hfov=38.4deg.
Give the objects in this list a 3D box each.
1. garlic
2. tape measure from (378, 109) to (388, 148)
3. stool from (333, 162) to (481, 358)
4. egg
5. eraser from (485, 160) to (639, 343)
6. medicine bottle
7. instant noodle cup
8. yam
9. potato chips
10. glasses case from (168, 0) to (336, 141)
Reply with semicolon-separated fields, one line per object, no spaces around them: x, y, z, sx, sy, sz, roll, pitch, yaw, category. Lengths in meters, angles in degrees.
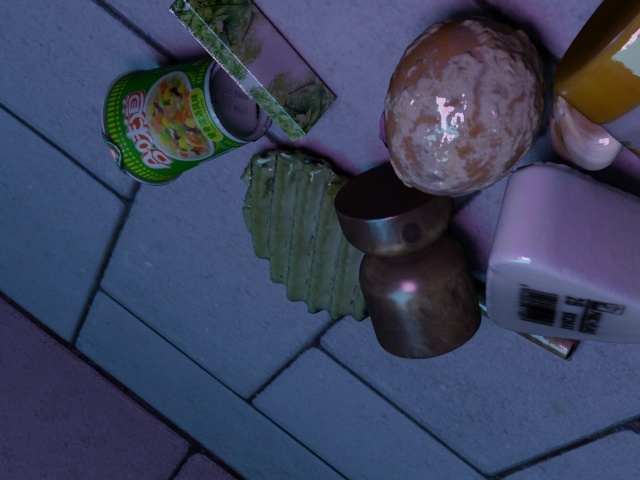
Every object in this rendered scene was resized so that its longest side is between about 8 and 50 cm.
0.337;-0.145;1.146;0.099;0.124;0.174;3;175;3;garlic
0.148;-0.160;1.327;0.125;0.074;0.118;26;145;12;tape measure
0.141;0.031;1.439;0.179;0.179;0.264;6;126;38;stool
0.179;-0.167;1.171;0.203;0.203;0.245;31;121;8;egg
0.335;0.024;1.239;0.331;0.150;0.331;16;161;6;eraser
0.399;-0.177;0.929;0.232;0.238;0.238;38;147;-4;medicine bottle
-0.209;-0.205;1.503;0.232;0.207;0.207;-9;127;39;instant noodle cup
0.313;0.123;1.553;0.263;0.046;0.046;30;146;12;yam
0.000;0.000;1.674;0.358;0.070;0.429;30;145;14;potato chips
-0.101;-0.279;1.390;0.272;0.095;0.062;47;150;-15;glasses case
